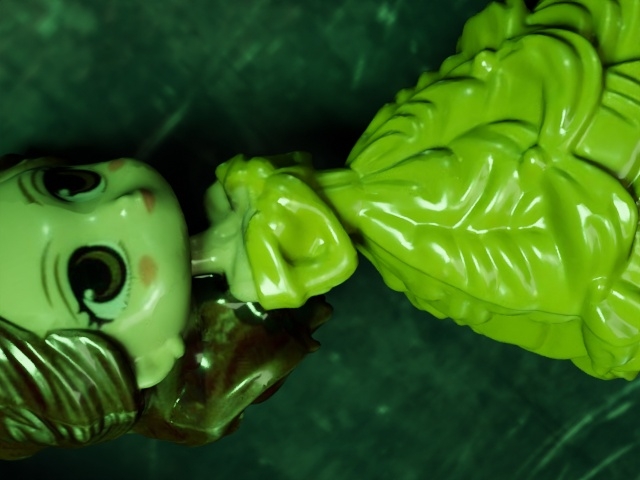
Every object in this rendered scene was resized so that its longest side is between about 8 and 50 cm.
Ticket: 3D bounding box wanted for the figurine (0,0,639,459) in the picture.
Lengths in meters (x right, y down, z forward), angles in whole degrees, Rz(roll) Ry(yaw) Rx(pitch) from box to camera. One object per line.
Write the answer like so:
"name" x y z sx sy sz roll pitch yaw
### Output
"figurine" 0.000 -0.002 0.576 0.315 0.168 0.187 -12 80 -12
